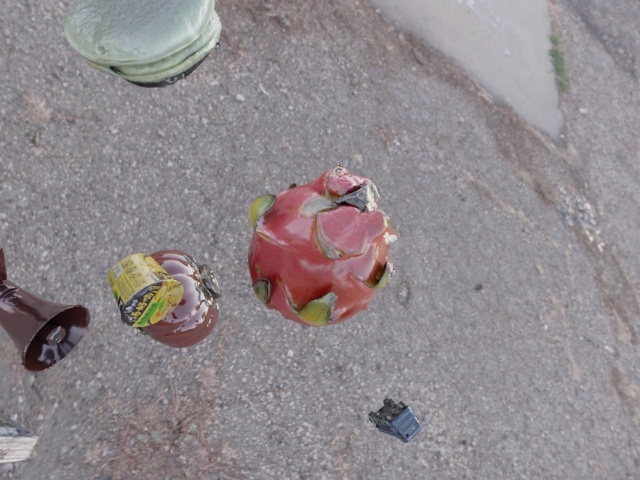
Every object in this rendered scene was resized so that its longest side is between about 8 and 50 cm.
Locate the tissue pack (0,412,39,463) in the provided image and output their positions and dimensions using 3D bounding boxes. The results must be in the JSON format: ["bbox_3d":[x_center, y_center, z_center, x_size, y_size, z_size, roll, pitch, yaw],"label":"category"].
[{"bbox_3d":[-0.826,0.449,1.052,0.235,0.173,0.073,16,72,21],"label":"tissue pack"}]

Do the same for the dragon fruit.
[{"bbox_3d":[0.000,0.000,0.829,0.305,0.226,0.306,2,66,-4],"label":"dragon fruit"}]

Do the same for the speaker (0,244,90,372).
[{"bbox_3d":[-0.801,0.162,1.133,0.329,0.259,0.198,31,62,5],"label":"speaker"}]

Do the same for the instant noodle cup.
[{"bbox_3d":[-0.415,0.109,1.036,0.151,0.151,0.122,-20,57,-40],"label":"instant noodle cup"}]

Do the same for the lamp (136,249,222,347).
[{"bbox_3d":[-0.434,0.174,1.324,0.257,0.303,0.303,-27,81,-4],"label":"lamp"}]

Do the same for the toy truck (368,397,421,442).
[{"bbox_3d":[0.187,0.472,1.153,0.074,0.202,0.088,-33,84,-20],"label":"toy truck"}]

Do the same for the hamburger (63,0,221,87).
[{"bbox_3d":[-0.164,-0.209,0.425,0.133,0.062,0.140,22,71,11],"label":"hamburger"}]
